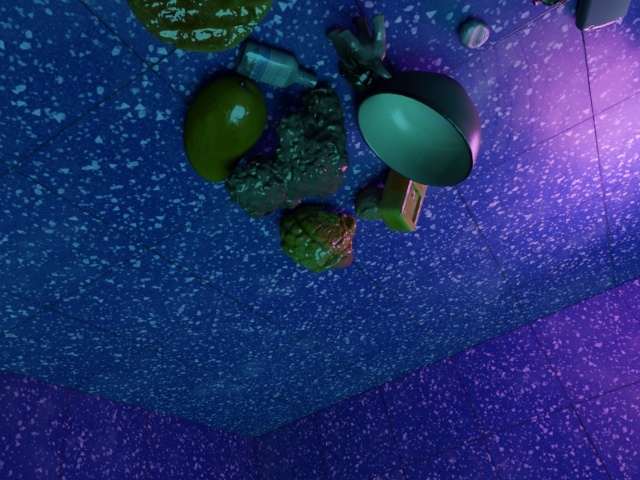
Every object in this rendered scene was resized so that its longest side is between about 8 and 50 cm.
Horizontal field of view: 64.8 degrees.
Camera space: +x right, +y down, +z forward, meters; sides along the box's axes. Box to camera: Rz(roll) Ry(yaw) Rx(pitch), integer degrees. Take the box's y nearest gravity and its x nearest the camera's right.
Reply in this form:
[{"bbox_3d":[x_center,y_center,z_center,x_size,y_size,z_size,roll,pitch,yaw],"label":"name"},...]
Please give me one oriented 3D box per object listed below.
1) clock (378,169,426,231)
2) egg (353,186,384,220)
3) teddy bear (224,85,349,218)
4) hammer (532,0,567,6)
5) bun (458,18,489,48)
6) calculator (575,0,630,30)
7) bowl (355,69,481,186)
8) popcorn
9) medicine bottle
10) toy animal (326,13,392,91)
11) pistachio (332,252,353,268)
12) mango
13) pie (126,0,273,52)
[{"bbox_3d":[0.270,-0.142,1.653,0.096,0.203,0.143,4,155,37],"label":"clock"},{"bbox_3d":[0.175,-0.124,1.717,0.118,0.116,0.140,-18,179,-23],"label":"egg"},{"bbox_3d":[-0.096,-0.210,1.396,0.367,0.225,0.358,-16,145,-14],"label":"teddy bear"},{"bbox_3d":[0.608,-0.706,1.198,0.125,0.027,0.297,-8,142,-8],"label":"hammer"},{"bbox_3d":[0.400,-0.542,1.318,0.083,0.045,0.083,-12,144,-9],"label":"bun"},{"bbox_3d":[0.743,-0.650,1.297,0.141,0.045,0.246,-18,143,1],"label":"calculator"},{"bbox_3d":[0.290,-0.331,1.380,0.185,0.353,0.354,-55,147,-19],"label":"bowl"},{"bbox_3d":[0.000,0.000,1.728,0.285,0.226,0.174,8,141,-25],"label":"popcorn"},{"bbox_3d":[-0.106,-0.434,1.275,0.208,0.054,0.090,8,136,-30],"label":"medicine bottle"},{"bbox_3d":[0.104,-0.457,1.232,0.121,0.233,0.169,-26,102,-2],"label":"toy animal"},{"bbox_3d":[0.056,0.059,1.924,0.185,0.109,0.126,9,160,-39],"label":"pistachio"},{"bbox_3d":[-0.265,-0.291,1.333,0.195,0.143,0.332,19,132,-29],"label":"mango"},{"bbox_3d":[-0.254,-0.551,1.057,0.338,0.083,0.340,-11,145,-8],"label":"pie"}]
